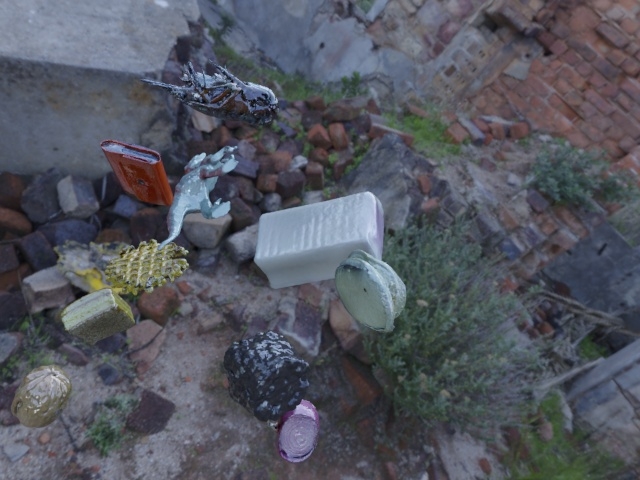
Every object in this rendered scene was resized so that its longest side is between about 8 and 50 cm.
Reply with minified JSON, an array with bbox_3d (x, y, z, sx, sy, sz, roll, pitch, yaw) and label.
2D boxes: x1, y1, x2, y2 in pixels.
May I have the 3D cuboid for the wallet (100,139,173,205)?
[{"bbox_3d":[-0.444,-0.161,1.133,0.142,0.204,0.045,16,65,0],"label":"wallet"}]

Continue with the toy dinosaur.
[{"bbox_3d":[-0.189,-0.066,0.674,0.053,0.167,0.242,55,45,-34],"label":"toy dinosaur"}]

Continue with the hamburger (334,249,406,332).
[{"bbox_3d":[0.079,0.086,0.778,0.062,0.133,0.140,-28,38,-35],"label":"hamburger"}]

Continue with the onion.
[{"bbox_3d":[-0.088,0.680,1.672,0.200,0.200,0.208,-20,92,-61],"label":"onion"}]

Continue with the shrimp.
[{"bbox_3d":[-0.295,-0.420,1.283,0.372,0.137,0.172,18,23,-24],"label":"shrimp"}]

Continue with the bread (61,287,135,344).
[{"bbox_3d":[-0.783,0.265,1.633,0.184,0.234,0.111,-27,71,-17],"label":"bread"}]

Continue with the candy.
[{"bbox_3d":[0.000,-0.003,1.307,0.145,0.358,0.208,63,24,-45],"label":"candy"}]

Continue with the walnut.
[{"bbox_3d":[-1.053,0.592,1.742,0.198,0.245,0.198,33,12,-8],"label":"walnut"}]

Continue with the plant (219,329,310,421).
[{"bbox_3d":[-0.190,0.382,1.411,0.215,0.213,0.312,-14,29,-31],"label":"plant"}]

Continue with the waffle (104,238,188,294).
[{"bbox_3d":[-0.509,0.071,1.353,0.231,0.051,0.229,15,40,23],"label":"waffle"}]
